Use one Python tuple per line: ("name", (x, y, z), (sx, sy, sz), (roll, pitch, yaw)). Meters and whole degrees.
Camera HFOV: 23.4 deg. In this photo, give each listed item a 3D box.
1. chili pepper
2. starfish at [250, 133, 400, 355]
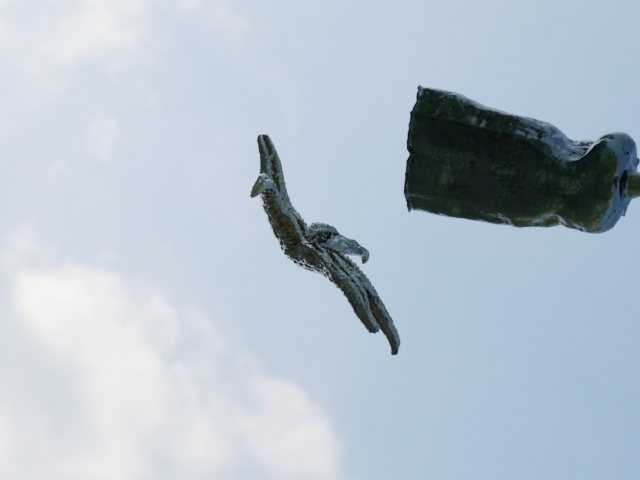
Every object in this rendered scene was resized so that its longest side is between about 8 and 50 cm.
("chili pepper", (0.224, -0.075, 1.622), (0.271, 0.099, 0.136), (11, -89, 17))
("starfish", (-0.002, 0.001, 1.271), (0.050, 0.217, 0.223), (-37, -115, 19))
